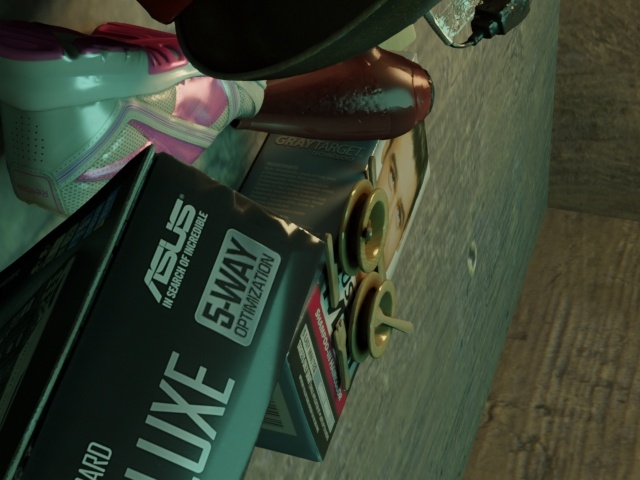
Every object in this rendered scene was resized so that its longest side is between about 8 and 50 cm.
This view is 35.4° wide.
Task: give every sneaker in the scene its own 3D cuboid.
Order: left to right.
[{"bbox_3d":[-0.120,-0.076,0.637,0.252,0.103,0.111,-19,123,-61],"label":"sneaker"}]

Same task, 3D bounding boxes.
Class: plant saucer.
[{"bbox_3d":[0.032,-0.213,0.540,0.050,0.310,0.311,29,69,-35],"label":"plant saucer"}]

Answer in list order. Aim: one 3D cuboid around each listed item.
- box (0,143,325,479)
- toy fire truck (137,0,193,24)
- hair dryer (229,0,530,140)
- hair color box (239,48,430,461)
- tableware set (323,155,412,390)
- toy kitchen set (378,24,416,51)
[{"bbox_3d":[-0.136,0.120,0.420,0.307,0.076,0.243,-22,-137,58],"label":"box"},{"bbox_3d":[-0.039,-0.269,0.517,0.169,0.302,0.254,46,36,-13],"label":"toy fire truck"},{"bbox_3d":[0.031,-0.193,0.878,0.293,0.080,0.223,-47,116,-10],"label":"hair dryer"},{"bbox_3d":[0.000,0.000,0.980,0.185,0.113,0.375,76,30,-49],"label":"hair color box"},{"bbox_3d":[0.050,0.033,0.907,0.128,0.039,0.194,-60,152,-44],"label":"tableware set"},{"bbox_3d":[0.090,-0.342,1.144,0.207,0.166,0.122,-38,151,-5],"label":"toy kitchen set"}]
